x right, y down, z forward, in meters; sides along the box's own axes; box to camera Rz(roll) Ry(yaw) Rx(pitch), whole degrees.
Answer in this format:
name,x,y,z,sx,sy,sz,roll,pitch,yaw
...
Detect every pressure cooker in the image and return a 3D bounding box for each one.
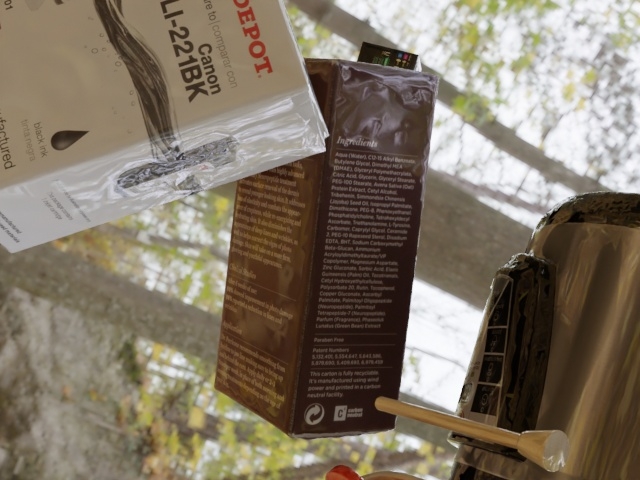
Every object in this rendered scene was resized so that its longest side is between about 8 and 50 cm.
name,x,y,z,sx,sy,sz,roll,pitch,yaw
pressure cooker,0.314,0.203,1.019,0.375,0.370,0.420,11,-103,48

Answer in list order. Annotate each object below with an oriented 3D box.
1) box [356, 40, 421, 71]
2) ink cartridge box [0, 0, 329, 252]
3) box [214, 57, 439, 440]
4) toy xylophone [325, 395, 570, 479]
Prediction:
name,x,y,z,sx,sy,sz,roll,pitch,yaw
box,0.095,-0.238,1.568,0.062,0.083,0.052,54,52,-76
ink cartridge box,-0.152,-0.134,0.869,0.114,0.273,0.197,73,-1,-69
box,0.000,0.000,1.196,0.191,0.143,0.381,18,-76,59
toy xylophone,0.113,0.242,0.837,0.081,0.236,0.322,-33,-163,-35
